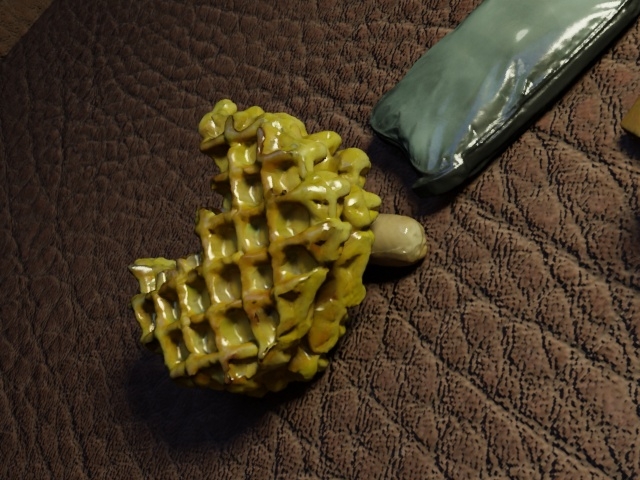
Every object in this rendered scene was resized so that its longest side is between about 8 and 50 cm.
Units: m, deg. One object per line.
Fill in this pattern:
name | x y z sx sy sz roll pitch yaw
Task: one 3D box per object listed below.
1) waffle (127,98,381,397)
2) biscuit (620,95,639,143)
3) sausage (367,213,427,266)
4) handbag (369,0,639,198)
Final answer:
waffle | -0.078 0.020 0.977 0.261 0.151 0.324 44 116 41
biscuit | 0.408 -0.142 0.773 0.301 0.043 0.278 -20 46 33
sausage | -0.002 -0.001 1.049 0.301 0.066 0.066 -2 57 44
handbag | 0.199 -0.198 1.018 0.332 0.075 0.192 -43 41 4
